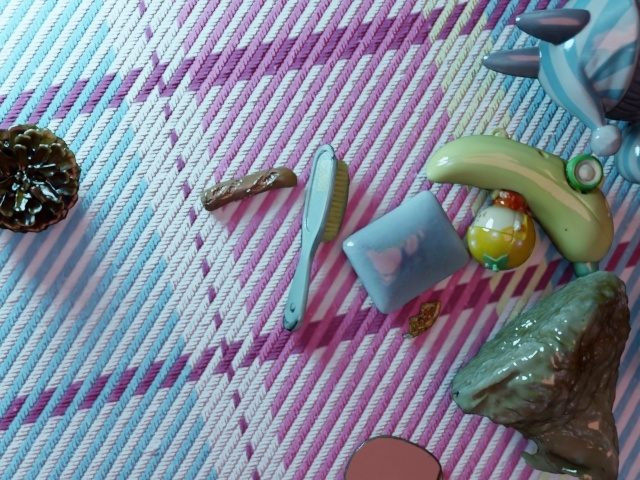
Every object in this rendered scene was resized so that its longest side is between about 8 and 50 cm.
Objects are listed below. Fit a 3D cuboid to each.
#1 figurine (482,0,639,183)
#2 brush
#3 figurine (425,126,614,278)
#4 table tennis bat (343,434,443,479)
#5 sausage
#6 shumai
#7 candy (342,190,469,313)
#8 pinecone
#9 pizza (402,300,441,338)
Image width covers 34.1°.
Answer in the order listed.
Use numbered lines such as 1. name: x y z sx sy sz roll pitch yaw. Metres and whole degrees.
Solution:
1. figurine: 0.437 -0.246 1.654 0.378 0.266 0.361 4 101 0
2. brush: 0.000 0.000 1.632 0.060 0.068 0.297 13 88 -31
3. figurine: 0.313 -0.051 1.659 0.324 0.124 0.222 20 87 -9
4. table tennis bat: 0.154 0.399 1.656 0.246 0.022 0.138 25 84 -6
5. sausage: -0.110 -0.083 1.623 0.158 0.042 0.036 -16 52 -13
6. shumai: 0.390 0.223 1.580 0.314 0.267 0.262 -41 93 -4
7. candy: 0.135 0.018 1.643 0.174 0.071 0.138 -31 94 -13
8. pinecone: -0.422 -0.088 1.498 0.163 0.165 0.163 -2 95 -21
9. pizza: 0.164 0.126 1.671 0.037 0.016 0.083 45 82 1
